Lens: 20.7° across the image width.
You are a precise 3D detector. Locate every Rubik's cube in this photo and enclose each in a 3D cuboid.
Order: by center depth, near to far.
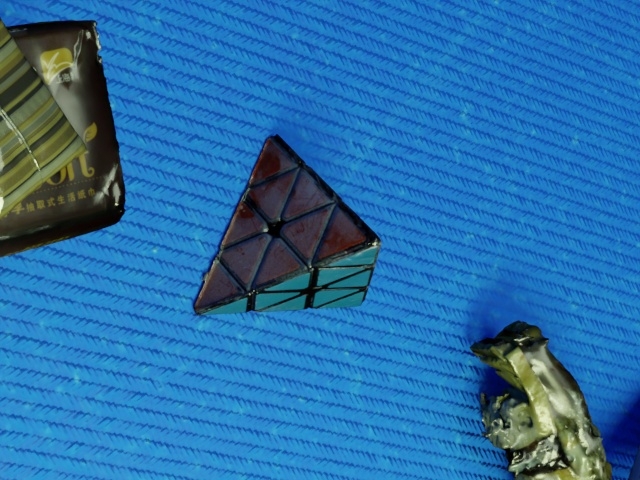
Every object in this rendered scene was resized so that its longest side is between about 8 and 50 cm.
[{"bbox_3d":[0.000,0.000,1.829,0.178,0.211,0.190,43,37,-50],"label":"Rubik's cube"}]

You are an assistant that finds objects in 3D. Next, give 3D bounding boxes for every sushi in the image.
[{"bbox_3d":[0.245,0.230,1.966,0.131,0.139,0.291,-28,103,-13],"label":"sushi"}]

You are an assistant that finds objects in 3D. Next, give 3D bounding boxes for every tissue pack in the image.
[{"bbox_3d":[-0.374,-0.062,1.475,0.370,0.210,0.198,-16,103,-37],"label":"tissue pack"}]

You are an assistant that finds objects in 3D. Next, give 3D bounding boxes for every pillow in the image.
[{"bbox_3d":[-0.276,-0.125,1.397,0.113,0.038,0.203,-44,113,-29],"label":"pillow"}]

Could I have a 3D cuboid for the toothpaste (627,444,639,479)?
[{"bbox_3d":[0.396,0.266,2.023,0.125,0.080,0.371,66,25,-13],"label":"toothpaste"}]
